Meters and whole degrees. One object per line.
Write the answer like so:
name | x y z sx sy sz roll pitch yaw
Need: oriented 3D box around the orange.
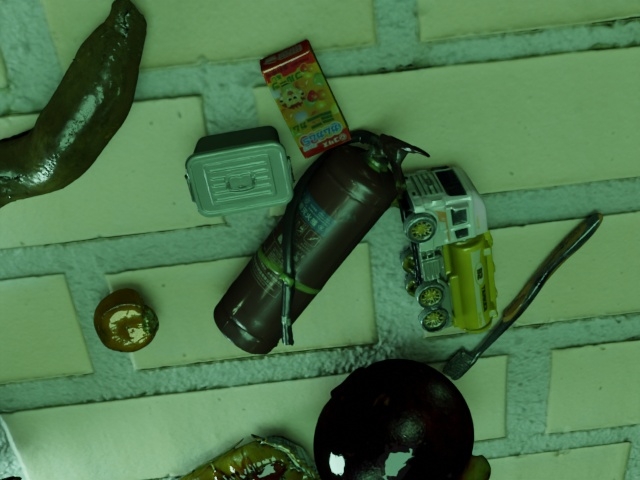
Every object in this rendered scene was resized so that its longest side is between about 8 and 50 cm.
orange | -0.255 0.104 1.009 0.086 0.062 0.086 -7 114 -17

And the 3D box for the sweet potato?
sweet potato | -0.279 -0.137 0.843 0.112 0.085 0.286 37 112 -19

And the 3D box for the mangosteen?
mangosteen | 0.118 0.290 1.047 0.228 0.228 0.265 -45 77 21

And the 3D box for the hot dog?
hot dog | -0.126 0.395 1.190 0.270 0.081 0.162 -34 120 14

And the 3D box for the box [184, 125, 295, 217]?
box | -0.093 -0.085 0.902 0.122 0.069 0.084 -9 124 1

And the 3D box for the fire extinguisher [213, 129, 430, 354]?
fire extinguisher | 0.000 0.000 0.930 0.105 0.141 0.341 13 124 -44

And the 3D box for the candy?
candy | -0.017 -0.159 0.879 0.062 0.038 0.122 -22 121 9

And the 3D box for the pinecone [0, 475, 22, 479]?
pinecone | -0.531 0.338 1.034 0.244 0.243 0.257 2 117 -6

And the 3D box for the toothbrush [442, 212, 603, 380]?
toothbrush | 0.276 0.083 1.066 0.031 0.023 0.321 28 116 -23

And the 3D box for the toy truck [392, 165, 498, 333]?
toy truck | 0.161 0.017 0.972 0.114 0.098 0.226 -14 124 0
